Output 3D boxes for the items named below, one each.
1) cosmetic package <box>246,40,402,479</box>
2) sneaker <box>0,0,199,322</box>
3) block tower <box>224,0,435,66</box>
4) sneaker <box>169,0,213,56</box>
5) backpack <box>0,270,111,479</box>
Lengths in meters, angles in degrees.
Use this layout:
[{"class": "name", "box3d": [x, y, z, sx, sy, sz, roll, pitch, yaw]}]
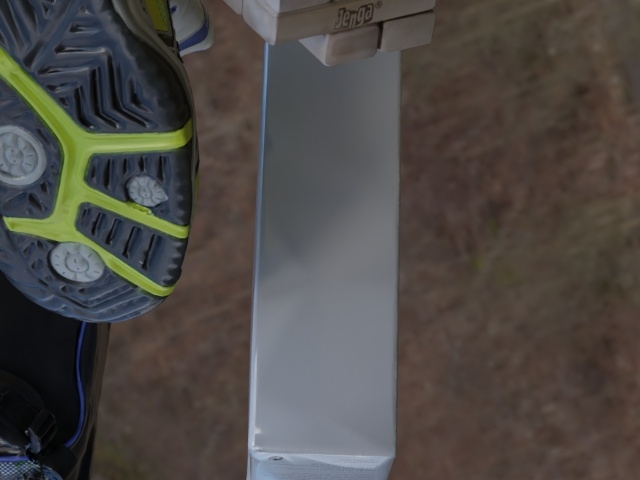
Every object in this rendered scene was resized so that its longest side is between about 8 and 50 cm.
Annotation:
[{"class": "cosmetic package", "box3d": [0.000, 0.000, 1.338, 0.284, 0.097, 0.377, 103, 169, -69]}, {"class": "sneaker", "box3d": [-0.133, -0.133, 1.105, 0.147, 0.145, 0.384, -68, -24, -59]}, {"class": "block tower", "box3d": [0.010, -0.236, 0.812, 0.097, 0.091, 0.335, 45, 141, 42]}, {"class": "sneaker", "box3d": [-0.246, -0.175, 2.132, 0.131, 0.296, 0.112, 35, -149, -51]}, {"class": "backpack", "box3d": [-0.299, 0.101, 1.517, 0.213, 0.263, 0.276, 93, 179, -48]}]
